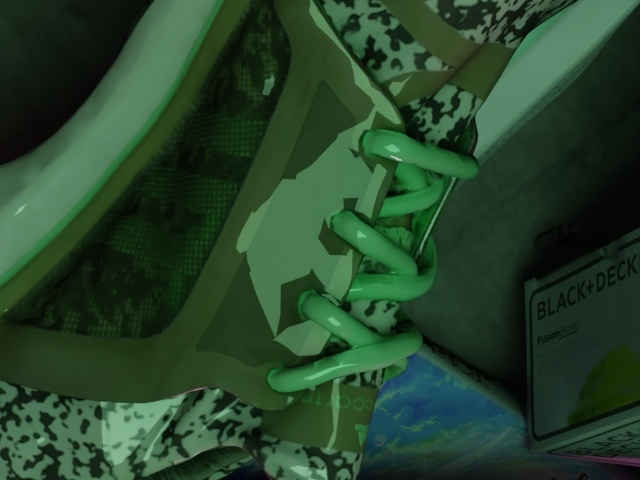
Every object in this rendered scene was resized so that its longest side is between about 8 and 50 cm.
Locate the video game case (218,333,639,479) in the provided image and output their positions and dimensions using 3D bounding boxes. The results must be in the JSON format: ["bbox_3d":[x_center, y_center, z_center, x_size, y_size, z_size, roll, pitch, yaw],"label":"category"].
[{"bbox_3d":[0.011,0.181,0.944,0.244,0.061,0.269,33,97,-24],"label":"video game case"}]

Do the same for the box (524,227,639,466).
[{"bbox_3d":[0.259,0.060,0.896,0.290,0.169,0.087,10,71,-23],"label":"box"}]

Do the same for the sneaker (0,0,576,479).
[{"bbox_3d":[-0.007,0.010,0.680,0.410,0.182,0.158,-41,159,22],"label":"sneaker"}]

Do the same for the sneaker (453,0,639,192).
[{"bbox_3d":[0.046,-0.114,0.836,0.151,0.094,0.256,46,67,6],"label":"sneaker"}]
